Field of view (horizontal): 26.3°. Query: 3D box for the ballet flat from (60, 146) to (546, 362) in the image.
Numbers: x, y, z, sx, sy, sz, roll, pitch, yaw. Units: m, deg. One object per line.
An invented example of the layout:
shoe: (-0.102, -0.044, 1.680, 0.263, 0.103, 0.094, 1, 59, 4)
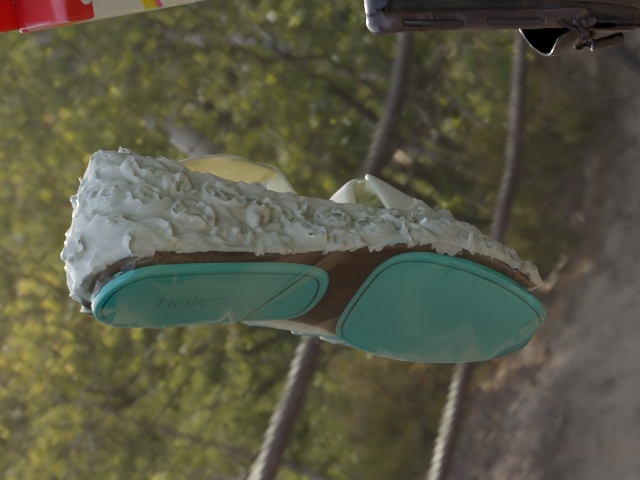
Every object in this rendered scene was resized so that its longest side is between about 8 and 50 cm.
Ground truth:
ballet flat: (0.000, 0.000, 1.032, 0.147, 0.409, 0.147, -19, 67, 53)

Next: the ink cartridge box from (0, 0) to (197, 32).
ink cartridge box: (-0.165, -0.235, 1.032, 0.231, 0.134, 0.078, -20, 14, -39)

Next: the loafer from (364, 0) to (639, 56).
loafer: (0.169, -0.195, 1.145, 0.109, 0.303, 0.095, -164, 82, -67)
